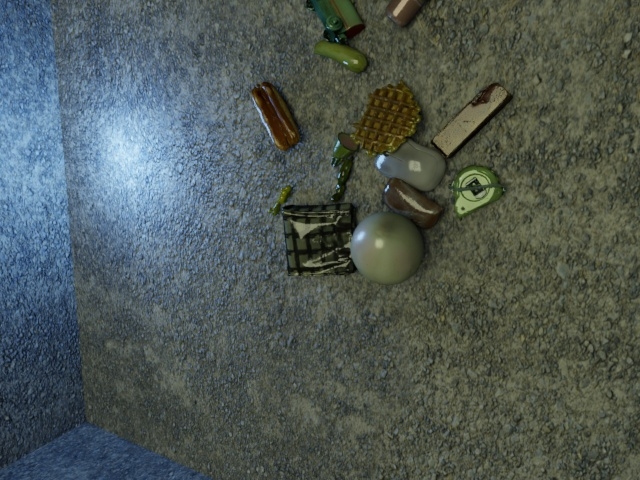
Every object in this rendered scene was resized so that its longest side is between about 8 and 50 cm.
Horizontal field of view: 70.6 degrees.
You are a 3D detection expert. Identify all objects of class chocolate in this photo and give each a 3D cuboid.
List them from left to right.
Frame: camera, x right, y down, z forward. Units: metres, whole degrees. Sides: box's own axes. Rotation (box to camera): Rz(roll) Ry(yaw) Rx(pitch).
[{"bbox_3d":[0.344,-0.132,1.784,0.261,0.083,0.161,36,154,18],"label":"chocolate"}]

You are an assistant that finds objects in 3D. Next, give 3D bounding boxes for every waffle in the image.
[{"bbox_3d":[0.251,-0.477,1.777,0.301,0.058,0.281,-45,59,18],"label":"waffle"}]

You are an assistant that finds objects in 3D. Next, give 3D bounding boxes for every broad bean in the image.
[{"bbox_3d":[0.095,-0.264,1.949,0.048,0.070,0.214,22,100,15],"label":"broad bean"}]

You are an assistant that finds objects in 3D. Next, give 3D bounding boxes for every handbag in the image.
[{"bbox_3d":[0.000,0.000,2.001,0.327,0.162,0.325,-1,103,20],"label":"handbag"}]

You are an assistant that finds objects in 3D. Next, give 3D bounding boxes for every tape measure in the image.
[{"bbox_3d":[0.576,-0.192,1.681,0.200,0.106,0.175,-27,90,27],"label":"tape measure"}]

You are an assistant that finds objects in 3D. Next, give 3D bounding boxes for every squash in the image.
[{"bbox_3d":[0.085,-0.379,1.927,0.105,0.105,0.132,52,134,10],"label":"squash"},{"bbox_3d":[0.086,-0.759,1.850,0.250,0.083,0.083,33,113,21],"label":"squash"}]

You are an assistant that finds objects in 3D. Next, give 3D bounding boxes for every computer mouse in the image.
[{"bbox_3d":[0.340,-0.306,1.779,0.297,0.121,0.184,34,115,17],"label":"computer mouse"}]

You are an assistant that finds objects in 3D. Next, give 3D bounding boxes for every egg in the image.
[{"bbox_3d":[0.253,0.026,1.750,0.283,0.345,0.283,-6,69,17],"label":"egg"}]

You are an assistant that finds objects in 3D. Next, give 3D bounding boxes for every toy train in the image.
[{"bbox_3d":[0.057,-0.926,1.805,0.177,0.116,0.285,-26,84,-11],"label":"toy train"}]

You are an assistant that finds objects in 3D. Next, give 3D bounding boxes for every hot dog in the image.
[{"bbox_3d":[-0.201,-0.565,2.028,0.135,0.100,0.337,-30,86,21],"label":"hot dog"}]

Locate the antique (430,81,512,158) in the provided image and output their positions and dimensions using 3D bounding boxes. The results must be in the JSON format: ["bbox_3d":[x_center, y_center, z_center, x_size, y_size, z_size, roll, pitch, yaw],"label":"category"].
[{"bbox_3d":[0.552,-0.441,1.659,0.093,0.087,0.310,50,118,12],"label":"antique"}]

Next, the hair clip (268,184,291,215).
[{"bbox_3d":[-0.184,-0.188,2.105,0.046,0.072,0.173,40,120,4],"label":"hair clip"}]

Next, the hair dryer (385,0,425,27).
[{"bbox_3d":[0.264,-0.987,1.716,0.189,0.107,0.344,-48,68,28],"label":"hair dryer"}]
